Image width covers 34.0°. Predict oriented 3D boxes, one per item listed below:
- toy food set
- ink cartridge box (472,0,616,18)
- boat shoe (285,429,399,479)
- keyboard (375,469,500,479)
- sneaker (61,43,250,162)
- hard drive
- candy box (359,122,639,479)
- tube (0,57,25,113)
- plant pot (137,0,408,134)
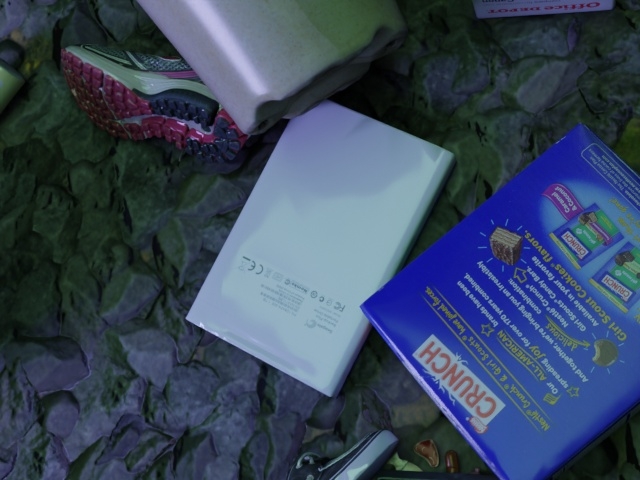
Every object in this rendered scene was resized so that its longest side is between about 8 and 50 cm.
[{"bbox_3d":[0.141,0.271,1.170,0.078,0.019,0.122,-41,70,3],"label":"toy food set"},{"bbox_3d":[0.246,-0.343,1.177,0.172,0.237,0.100,0,79,16],"label":"ink cartridge box"},{"bbox_3d":[-0.009,0.279,1.181,0.219,0.078,0.070,-42,71,4],"label":"boat shoe"},{"bbox_3d":[0.145,0.308,1.137,0.180,0.023,0.108,-1,77,16],"label":"keyboard"},{"bbox_3d":[-0.204,-0.190,1.346,0.299,0.121,0.112,21,54,20],"label":"sneaker"},{"bbox_3d":[0.000,0.000,1.266,0.210,0.040,0.319,26,85,20],"label":"hard drive"},{"bbox_3d":[0.247,0.078,1.119,0.317,0.122,0.268,-38,66,-2],"label":"candy box"},{"bbox_3d":[-0.504,-0.147,1.443,0.240,0.062,0.070,-50,26,5],"label":"tube"},{"bbox_3d":[-0.068,-0.302,1.179,0.334,0.334,0.305,-32,90,6],"label":"plant pot"}]
